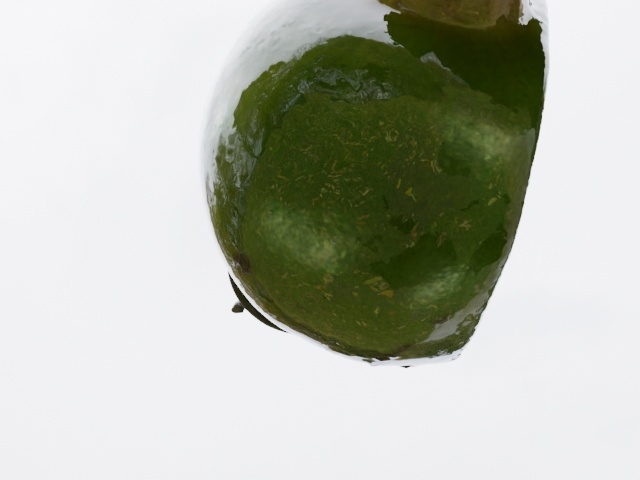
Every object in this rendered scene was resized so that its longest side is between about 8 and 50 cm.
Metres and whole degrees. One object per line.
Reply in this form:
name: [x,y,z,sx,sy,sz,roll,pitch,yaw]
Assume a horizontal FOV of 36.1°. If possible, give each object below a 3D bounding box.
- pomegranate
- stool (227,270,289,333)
pomegranate: [0.031,-0.097,0.650,0.216,0.309,0.358,12,-51,7]
stool: [0.004,0.008,1.074,0.228,0.139,0.153,-13,-77,4]
